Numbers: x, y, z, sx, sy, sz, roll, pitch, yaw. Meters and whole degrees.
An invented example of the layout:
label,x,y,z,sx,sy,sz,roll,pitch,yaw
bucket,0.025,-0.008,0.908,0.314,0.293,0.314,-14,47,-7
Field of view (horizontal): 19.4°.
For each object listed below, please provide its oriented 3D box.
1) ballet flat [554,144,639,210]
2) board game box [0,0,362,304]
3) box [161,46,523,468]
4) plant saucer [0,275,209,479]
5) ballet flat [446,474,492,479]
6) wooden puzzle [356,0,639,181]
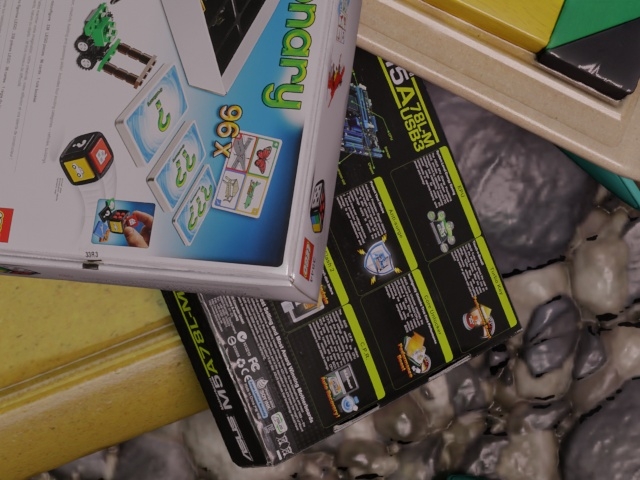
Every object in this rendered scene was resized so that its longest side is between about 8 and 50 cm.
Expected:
label,x,y,z,sx,sy,sz,roll,pitch,yaw
ballet flat,0.114,-0.122,1.025,0.247,0.083,0.087,39,83,-5
board game box,-0.077,-0.128,0.927,0.193,0.053,0.305,5,77,16
box,0.000,0.000,1.011,0.184,0.045,0.191,-27,97,-33
plant saucer,-0.195,-0.024,1.035,0.333,0.081,0.333,-22,96,2
ballet flat,0.142,0.180,1.067,0.168,0.057,0.052,16,105,-1
wooden puzzle,0.114,-0.174,0.975,0.238,0.044,0.221,24,76,-3
